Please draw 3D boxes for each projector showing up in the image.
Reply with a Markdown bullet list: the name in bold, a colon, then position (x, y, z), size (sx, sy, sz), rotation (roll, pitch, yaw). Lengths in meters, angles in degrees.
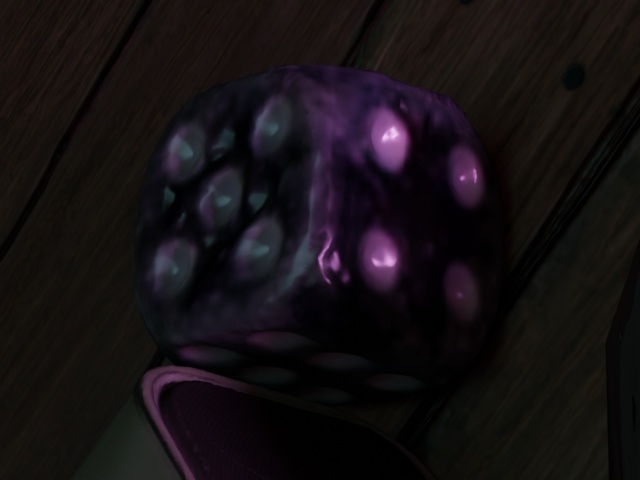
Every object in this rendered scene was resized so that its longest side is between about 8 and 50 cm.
- **projector**: position (-0.046, 0.254, 1.082), size (0.249, 0.248, 0.248), rotation (-54, 44, 17)

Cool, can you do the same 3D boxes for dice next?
- **dice**: position (0.000, 0.000, 1.176), size (0.181, 0.182, 0.183), rotation (-13, 65, 44)

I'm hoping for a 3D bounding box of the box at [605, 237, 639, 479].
- **box**: position (0.197, 0.120, 0.917), size (0.086, 0.215, 0.215), rotation (0, 69, 3)
